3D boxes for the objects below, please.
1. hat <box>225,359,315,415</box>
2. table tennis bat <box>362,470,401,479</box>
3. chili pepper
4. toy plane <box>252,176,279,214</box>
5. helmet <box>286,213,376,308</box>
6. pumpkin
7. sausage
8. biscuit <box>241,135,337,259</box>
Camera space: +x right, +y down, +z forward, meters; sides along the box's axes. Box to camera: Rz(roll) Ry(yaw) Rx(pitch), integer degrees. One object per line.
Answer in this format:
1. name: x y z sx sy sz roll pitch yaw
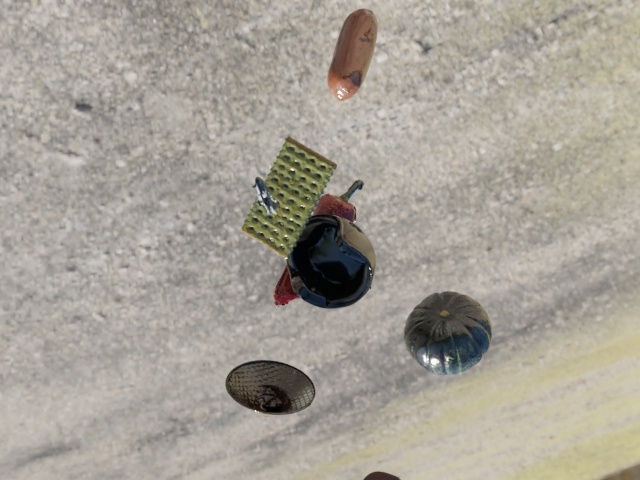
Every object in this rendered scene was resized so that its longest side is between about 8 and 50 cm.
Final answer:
1. hat: -0.110 0.338 1.793 0.193 0.193 0.082 -2 118 -23
2. table tennis bat: 0.123 0.436 1.412 0.156 0.087 0.013 2 160 45
3. chili pepper: 0.000 0.000 2.067 0.110 0.388 0.110 28 168 7
4. toy plane: -0.112 -0.088 1.696 0.031 0.083 0.078 -38 -158 -28
5. helmet: 0.026 0.044 1.887 0.189 0.216 0.193 -47 169 19
6. pumpkin: 0.317 0.230 2.124 0.220 0.220 0.162 -16 136 1
7. sausage: 0.060 -0.338 1.532 0.077 0.194 0.077 13 156 6
8. biscuit: -0.071 -0.091 1.807 0.231 0.139 0.016 -62 161 10
